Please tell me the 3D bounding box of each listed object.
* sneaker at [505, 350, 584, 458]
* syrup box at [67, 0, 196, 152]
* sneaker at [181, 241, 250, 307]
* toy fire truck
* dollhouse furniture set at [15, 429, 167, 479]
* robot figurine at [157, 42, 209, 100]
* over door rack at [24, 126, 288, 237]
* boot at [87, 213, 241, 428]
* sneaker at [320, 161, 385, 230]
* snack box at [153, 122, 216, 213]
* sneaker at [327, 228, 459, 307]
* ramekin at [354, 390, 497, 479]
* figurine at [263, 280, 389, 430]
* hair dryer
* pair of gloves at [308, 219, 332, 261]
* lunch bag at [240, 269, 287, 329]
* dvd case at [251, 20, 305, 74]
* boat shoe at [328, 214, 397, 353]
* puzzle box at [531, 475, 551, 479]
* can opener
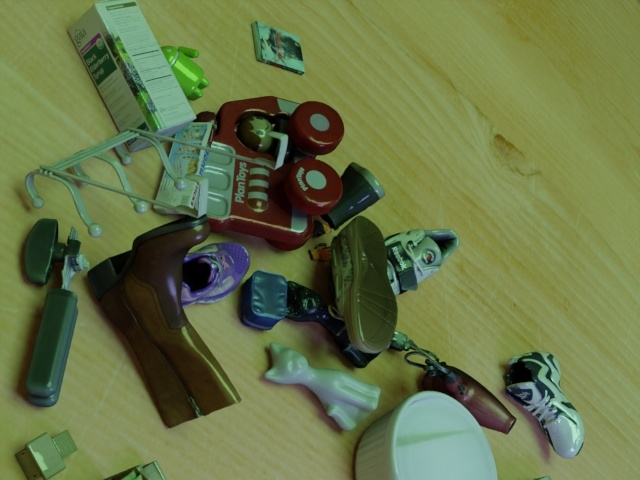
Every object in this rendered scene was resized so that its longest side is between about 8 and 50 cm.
[{"bbox_3d":[0.449,0.338,2.257,0.153,0.094,0.235,8,63,-41],"label":"sneaker"},{"bbox_3d":[-0.316,-0.279,1.825,0.096,0.093,0.237,-27,89,-48],"label":"syrup box"},{"bbox_3d":[-0.186,0.052,1.768,0.236,0.104,0.095,-22,84,-50],"label":"sneaker"},{"bbox_3d":[-0.106,-0.135,1.924,0.254,0.169,0.302,14,57,-19],"label":"toy fire truck"},{"bbox_3d":[-0.297,0.309,1.517,0.182,0.101,0.161,-29,91,-49],"label":"dollhouse furniture set"},{"bbox_3d":[-0.252,-0.295,1.917,0.115,0.067,0.101,38,66,-24],"label":"robot figurine"},{"bbox_3d":[-0.242,-0.088,1.641,0.239,0.324,0.108,-38,127,-54],"label":"over door rack"},{"bbox_3d":[-0.201,0.122,1.595,0.280,0.264,0.096,61,31,2],"label":"boot"},{"bbox_3d":[0.041,-0.083,2.058,0.118,0.222,0.083,-35,95,-4],"label":"sneaker"},{"bbox_3d":[-0.228,-0.124,1.840,0.022,0.064,0.178,65,31,-54],"label":"snack box"},{"bbox_3d":[0.146,0.040,2.076,0.330,0.146,0.122,-30,94,-47],"label":"sneaker"},{"bbox_3d":[0.179,0.410,1.920,0.273,0.127,0.272,22,55,-36],"label":"ramekin"},{"bbox_3d":[0.006,0.196,1.906,0.209,0.092,0.215,31,49,-19],"label":"figurine"},{"bbox_3d":[0.239,0.276,2.013,0.293,0.223,0.080,33,91,-18],"label":"hair dryer"},{"bbox_3d":[0.000,0.000,2.052,0.074,0.010,0.083,0,68,-45],"label":"pair of gloves"},{"bbox_3d":[-0.099,0.100,1.859,0.067,0.065,0.098,16,58,-21],"label":"lunch bag"},{"bbox_3d":[-0.083,-0.383,2.176,0.119,0.013,0.087,11,61,-40],"label":"dvd case"},{"bbox_3d":[0.068,0.087,1.922,0.104,0.089,0.285,35,38,-31],"label":"boat shoe"},{"bbox_3d":[0.430,0.660,2.049,0.272,0.052,0.408,6,64,-58],"label":"puzzle box"},{"bbox_3d":[-0.391,0.102,1.575,0.093,0.074,0.280,4,59,-6],"label":"can opener"}]
